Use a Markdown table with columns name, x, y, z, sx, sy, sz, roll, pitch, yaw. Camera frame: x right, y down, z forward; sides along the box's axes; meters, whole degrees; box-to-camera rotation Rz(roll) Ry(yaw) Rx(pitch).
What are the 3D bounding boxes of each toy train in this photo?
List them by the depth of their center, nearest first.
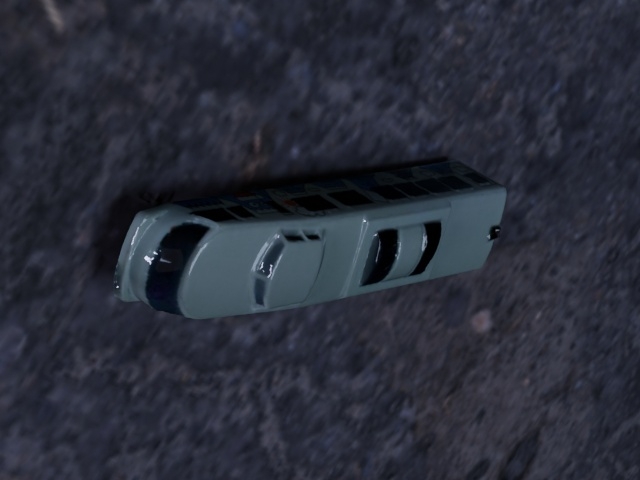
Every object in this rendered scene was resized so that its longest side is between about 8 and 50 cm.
| name | x | y | z | sx | sy | sz | roll | pitch | yaw |
| --- | --- | --- | --- | --- | --- | --- | --- | --- | --- |
| toy train | 0.000 | 0.000 | 0.783 | 0.207 | 0.047 | 0.043 | -9 | 123 | -49 |
